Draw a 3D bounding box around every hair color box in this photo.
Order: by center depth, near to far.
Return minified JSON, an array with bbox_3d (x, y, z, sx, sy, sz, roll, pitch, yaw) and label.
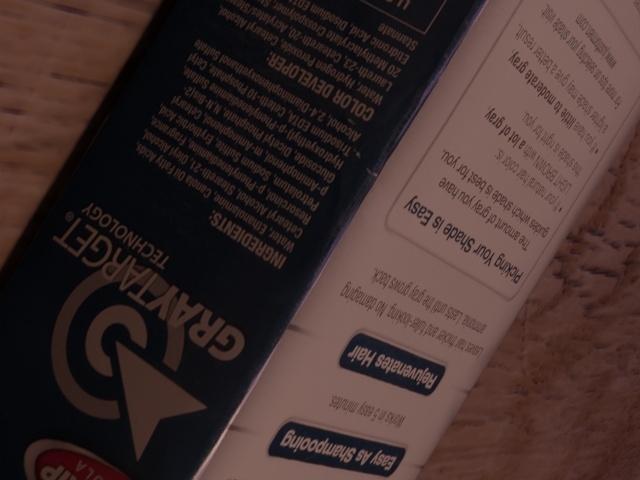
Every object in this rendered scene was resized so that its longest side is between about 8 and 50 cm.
[{"bbox_3d":[0.000,0.000,0.513,0.347,0.105,0.174,-59,152,2],"label":"hair color box"}]
